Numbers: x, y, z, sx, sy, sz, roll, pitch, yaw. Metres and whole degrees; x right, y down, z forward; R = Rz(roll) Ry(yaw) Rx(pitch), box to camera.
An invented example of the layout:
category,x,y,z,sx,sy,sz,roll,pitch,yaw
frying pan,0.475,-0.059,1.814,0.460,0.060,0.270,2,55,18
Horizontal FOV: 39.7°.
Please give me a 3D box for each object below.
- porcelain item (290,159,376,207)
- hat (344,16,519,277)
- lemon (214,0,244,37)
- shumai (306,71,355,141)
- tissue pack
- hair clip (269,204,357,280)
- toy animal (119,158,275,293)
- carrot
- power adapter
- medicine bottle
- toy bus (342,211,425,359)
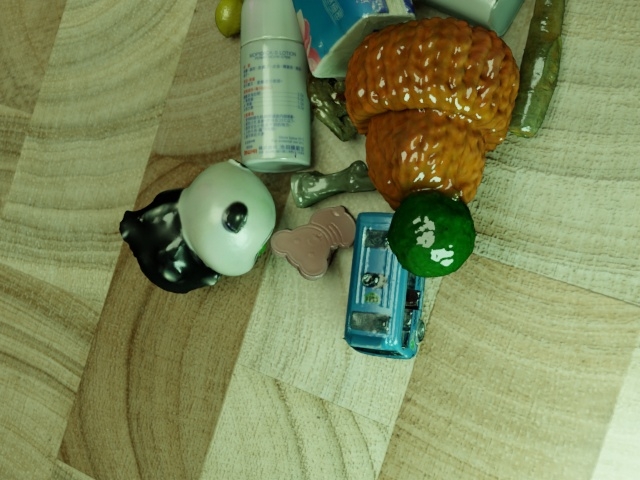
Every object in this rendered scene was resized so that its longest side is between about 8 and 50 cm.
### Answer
category,x,y,z,sx,sy,sz,roll,pitch,yaw
porcelain item,0.056,-0.106,1.577,0.216,0.081,0.069,-8,89,24
hat,0.180,-0.134,1.421,0.285,0.285,0.400,-2,82,24
lemon,-0.173,-0.440,1.727,0.065,0.065,0.092,19,92,25
shumai,0.029,-0.254,1.588,0.105,0.123,0.139,-48,57,3
tissue pack,0.037,-0.446,1.527,0.209,0.137,0.269,-35,63,53
hair clip,-0.004,-0.002,1.583,0.123,0.102,0.138,46,103,18
toy animal,-0.198,-0.020,1.614,0.267,0.212,0.212,-19,77,25
carrot,0.373,-0.337,1.470,0.070,0.070,0.342,12,87,25
power adapter,0.236,-0.485,1.514,0.255,0.124,0.187,32,97,25
medicine bottle,-0.084,-0.302,1.634,0.130,0.130,0.340,-4,84,24
toy bus,0.112,0.076,1.505,0.114,0.134,0.246,5,86,25
